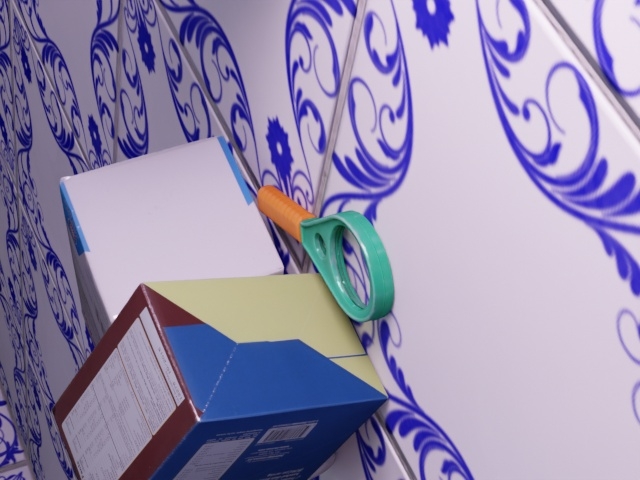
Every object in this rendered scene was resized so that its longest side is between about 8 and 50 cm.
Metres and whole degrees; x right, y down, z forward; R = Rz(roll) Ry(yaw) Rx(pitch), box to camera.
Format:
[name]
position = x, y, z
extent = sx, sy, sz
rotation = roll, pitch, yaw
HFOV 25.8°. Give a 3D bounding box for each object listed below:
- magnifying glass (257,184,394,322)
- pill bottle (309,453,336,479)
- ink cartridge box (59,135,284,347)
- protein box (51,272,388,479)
[magnifying glass]
position = 0.000, 0.000, 1.209
extent = 0.231, 0.026, 0.092
rotation = -140, 40, -58
[pill bottle]
position = -0.035, 0.174, 1.359
extent = 0.116, 0.065, 0.065
rotation = 63, 156, 26
[ink cartridge box]
position = -0.144, 0.048, 1.375
extent = 0.232, 0.168, 0.171
rotation = 96, 152, -56
[protein box]
position = -0.091, 0.143, 1.216
extent = 0.201, 0.200, 0.136
rotation = -50, 54, 39
